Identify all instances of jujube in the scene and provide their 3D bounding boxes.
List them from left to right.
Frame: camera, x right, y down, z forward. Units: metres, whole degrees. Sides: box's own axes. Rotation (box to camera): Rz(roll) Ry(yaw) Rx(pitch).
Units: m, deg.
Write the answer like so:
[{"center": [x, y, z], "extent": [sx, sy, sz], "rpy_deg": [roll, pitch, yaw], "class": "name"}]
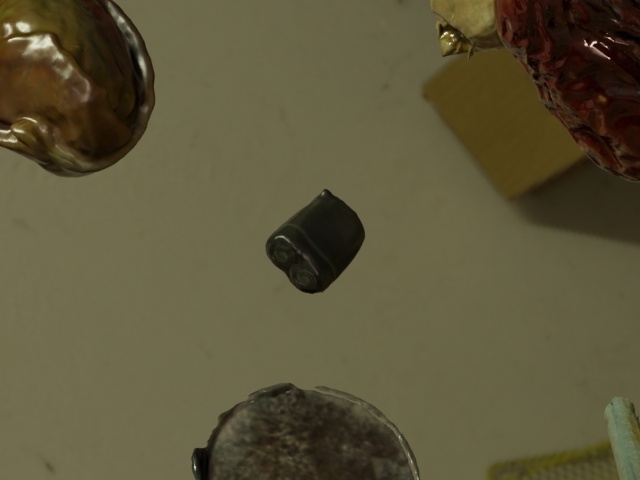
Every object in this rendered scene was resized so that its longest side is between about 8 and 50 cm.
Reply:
[{"center": [0.335, -0.211, 1.721], "extent": [0.216, 0.342, 0.216], "rpy_deg": [-37, 27, 23], "class": "jujube"}]

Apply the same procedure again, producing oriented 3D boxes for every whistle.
[{"center": [0.469, 0.338, 2.240], "extent": [0.057, 0.068, 0.326], "rpy_deg": [-47, 13, 20], "class": "whistle"}]

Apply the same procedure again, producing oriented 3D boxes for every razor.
[{"center": [0.000, 0.000, 1.761], "extent": [0.054, 0.090, 0.148], "rpy_deg": [-40, 3, 35], "class": "razor"}]

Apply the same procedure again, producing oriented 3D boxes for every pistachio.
[{"center": [-0.227, -0.148, 1.269], "extent": [0.165, 0.210, 0.130], "rpy_deg": [-18, -28, -17], "class": "pistachio"}]

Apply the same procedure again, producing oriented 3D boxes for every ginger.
[{"center": [0.242, -0.349, 1.945], "extent": [0.267, 0.138, 0.152], "rpy_deg": [-49, -17, 1], "class": "ginger"}]

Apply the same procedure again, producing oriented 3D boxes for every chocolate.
[{"center": [-0.032, 0.366, 1.997], "extent": [0.303, 0.303, 0.213], "rpy_deg": [-38, -21, -34], "class": "chocolate"}]
